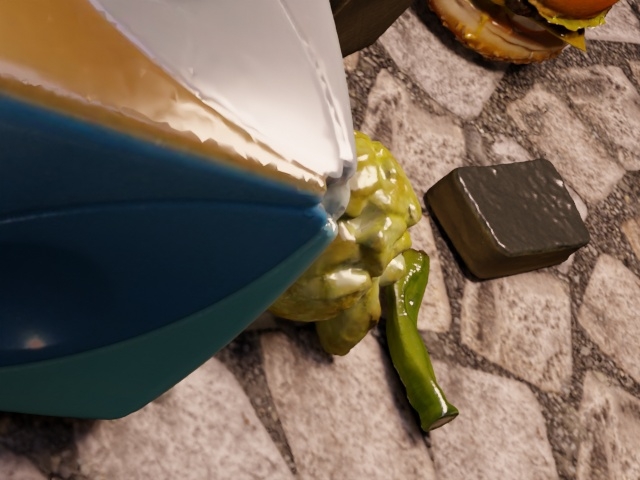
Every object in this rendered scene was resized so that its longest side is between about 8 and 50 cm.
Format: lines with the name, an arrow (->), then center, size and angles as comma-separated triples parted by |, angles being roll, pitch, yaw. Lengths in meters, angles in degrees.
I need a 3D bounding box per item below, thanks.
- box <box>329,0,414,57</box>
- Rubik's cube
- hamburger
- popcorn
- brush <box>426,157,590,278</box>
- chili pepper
box -> 0.004, -0.290, 1.369 | 0.143, 0.184, 0.273 | 50, 39, 5
Rubik's cube -> -0.213, -0.103, 0.891 | 0.352, 0.351, 0.347 | 15, 49, -30
hamburger -> 0.261, -0.367, 1.632 | 0.291, 0.225, 0.291 | 18, 54, -26
popcorn -> 0.000, 0.000, 1.153 | 0.212, 0.198, 0.198 | 61, 33, -26
brush -> 0.220, -0.029, 1.443 | 0.197, 0.059, 0.123 | -9, 66, -45
chili pepper -> 0.092, 0.094, 1.236 | 0.052, 0.050, 0.202 | 31, 39, -42
